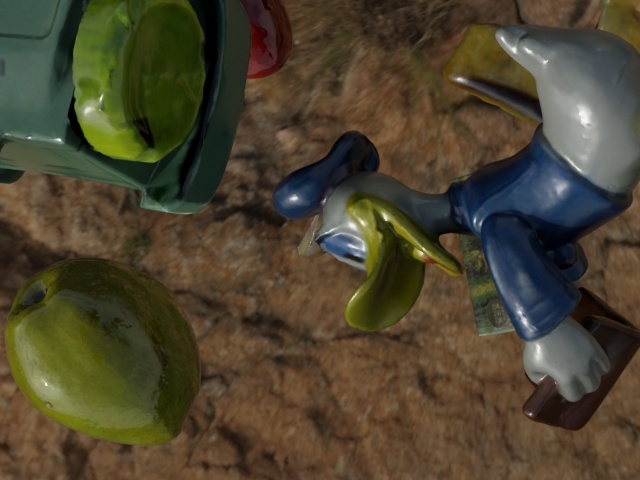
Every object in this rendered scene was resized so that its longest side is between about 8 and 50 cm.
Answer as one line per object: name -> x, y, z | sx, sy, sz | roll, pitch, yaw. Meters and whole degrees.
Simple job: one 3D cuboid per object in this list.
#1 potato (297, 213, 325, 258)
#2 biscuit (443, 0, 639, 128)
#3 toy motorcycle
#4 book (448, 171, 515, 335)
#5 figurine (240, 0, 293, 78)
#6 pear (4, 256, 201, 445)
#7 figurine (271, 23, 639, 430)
potato -> 0.001, 0.001, 1.398 | 0.037, 0.036, 0.093 | 15, 143, -11
biscuit -> 0.226, -0.179, 1.022 | 0.174, 0.039, 0.183 | 31, 102, -1
toy motorcycle -> -0.121, -0.183, 0.694 | 0.191, 0.200, 0.327 | 10, 78, 25
book -> 0.258, 0.011, 1.596 | 0.160, 0.024, 0.228 | -15, 85, 48
figurine -> -0.136, -0.302, 0.976 | 0.211, 0.261, 0.270 | 4, 75, 15
pear -> -0.304, 0.163, 1.670 | 0.253, 0.253, 0.307 | -40, 113, 16
figurine -> 0.132, -0.014, 0.796 | 0.338, 0.204, 0.284 | 3, 115, 19
